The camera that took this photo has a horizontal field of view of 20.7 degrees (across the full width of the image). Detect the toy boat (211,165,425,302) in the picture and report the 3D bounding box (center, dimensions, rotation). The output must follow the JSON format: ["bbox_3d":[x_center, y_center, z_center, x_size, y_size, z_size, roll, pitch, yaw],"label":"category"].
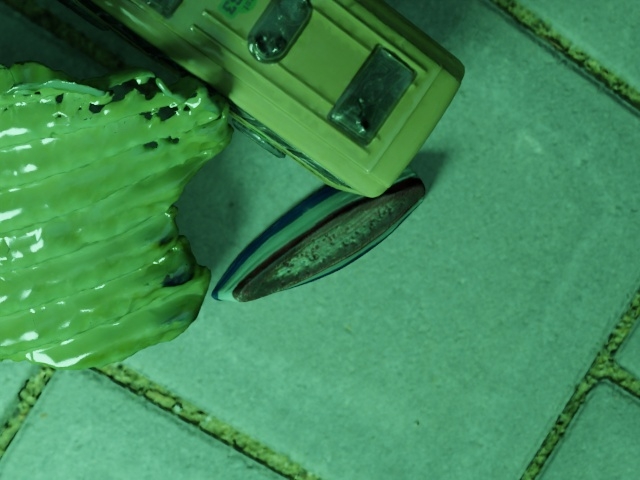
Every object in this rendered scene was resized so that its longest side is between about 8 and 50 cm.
[{"bbox_3d":[0.000,0.000,1.662,0.229,0.046,0.080,-30,112,-13],"label":"toy boat"}]

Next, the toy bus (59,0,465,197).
[{"bbox_3d":[-0.063,-0.199,1.514,0.365,0.202,0.177,34,90,-21],"label":"toy bus"}]

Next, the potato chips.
[{"bbox_3d":[-0.272,-0.032,1.477,0.389,0.097,0.373,3,136,-11],"label":"potato chips"}]
